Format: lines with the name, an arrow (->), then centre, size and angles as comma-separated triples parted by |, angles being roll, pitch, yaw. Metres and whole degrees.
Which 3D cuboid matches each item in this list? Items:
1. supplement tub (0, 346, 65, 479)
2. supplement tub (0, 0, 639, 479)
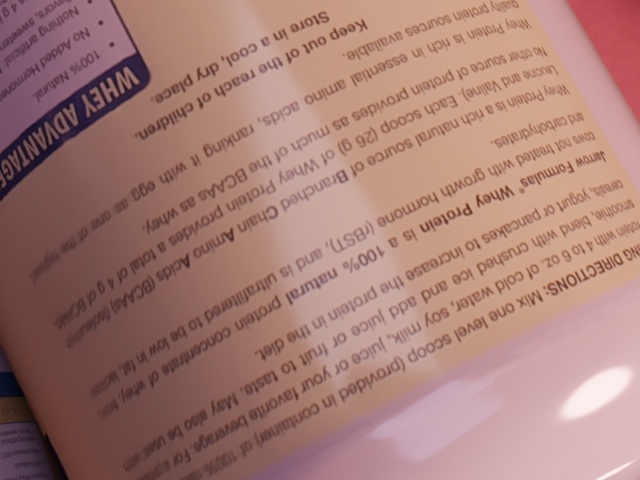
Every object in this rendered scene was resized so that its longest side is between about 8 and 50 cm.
supplement tub -> -0.149, 0.145, 0.530 | 0.144, 0.144, 0.200 | -20, 78, -6
supplement tub -> 0.000, 0.000, 0.523 | 0.235, 0.235, 0.325 | -26, 79, -8
